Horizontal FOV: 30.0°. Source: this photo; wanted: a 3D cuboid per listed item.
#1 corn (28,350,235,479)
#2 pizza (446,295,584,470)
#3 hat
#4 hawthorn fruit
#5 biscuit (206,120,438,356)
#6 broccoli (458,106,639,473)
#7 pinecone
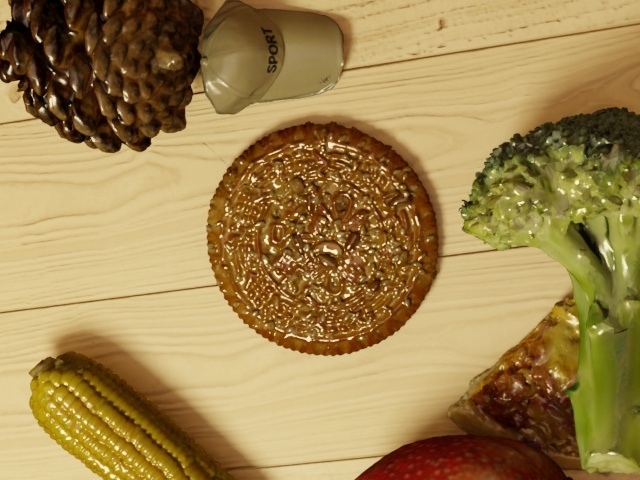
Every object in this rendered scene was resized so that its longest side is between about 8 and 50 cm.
[{"bbox_3d":[-0.231,0.277,1.549,0.363,0.120,0.120,41,102,2],"label":"corn"},{"bbox_3d":[0.306,0.174,1.466,0.289,0.081,0.228,8,98,10],"label":"pizza"},{"bbox_3d":[-0.058,-0.231,1.463,0.175,0.085,0.147,-4,97,3],"label":"hat"},{"bbox_3d":[0.139,0.372,1.422,0.369,0.285,0.284,-3,97,30],"label":"hawthorn fruit"},{"bbox_3d":[0.000,0.000,1.514,0.305,0.038,0.305,1,98,9],"label":"biscuit"},{"bbox_3d":[0.305,0.036,1.364,0.353,0.275,0.397,35,105,36],"label":"broccoli"},{"bbox_3d":[-0.268,-0.234,1.432,0.257,0.243,0.243,26,101,9],"label":"pinecone"}]
